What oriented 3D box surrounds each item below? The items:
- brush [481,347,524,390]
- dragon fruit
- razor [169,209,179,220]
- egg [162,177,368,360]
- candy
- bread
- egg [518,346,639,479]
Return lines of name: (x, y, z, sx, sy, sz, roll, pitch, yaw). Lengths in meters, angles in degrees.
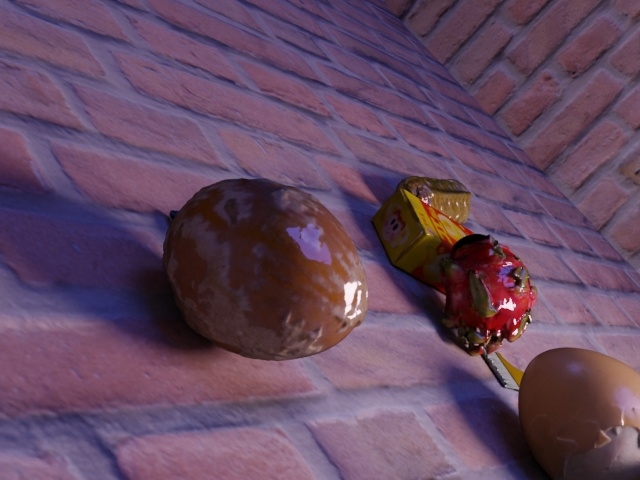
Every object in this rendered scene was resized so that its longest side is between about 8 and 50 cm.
brush: (0.347, 0.232, 1.657, 0.205, 0.011, 0.083, 22, 27, -44)
dragon fruit: (0.265, 0.090, 1.582, 0.166, 0.160, 0.172, 12, 44, -22)
razor: (-0.123, -0.009, 1.177, 0.154, 0.044, 0.028, 16, 49, 24)
egg: (-0.058, 0.033, 1.044, 0.233, 0.195, 0.195, 17, 11, 23)
candy: (0.231, 0.029, 1.742, 0.276, 0.088, 0.146, 29, 25, -33)
bread: (0.222, -0.077, 1.941, 0.087, 0.098, 0.269, 4, 3, 27)
egg: (0.390, 0.261, 1.409, 0.201, 0.201, 0.244, 12, 33, -54)
